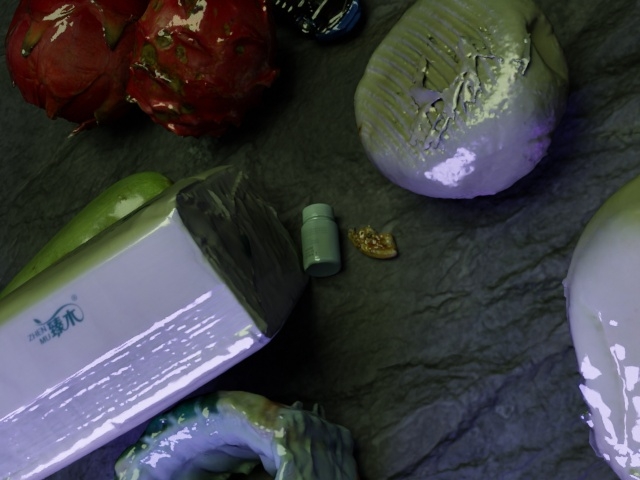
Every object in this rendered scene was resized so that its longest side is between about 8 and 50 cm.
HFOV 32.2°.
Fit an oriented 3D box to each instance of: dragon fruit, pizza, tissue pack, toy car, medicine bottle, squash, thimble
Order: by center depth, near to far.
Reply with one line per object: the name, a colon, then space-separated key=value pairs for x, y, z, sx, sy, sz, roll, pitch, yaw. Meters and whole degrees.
thimble: x=-0.093 y=0.296 z=1.219 sx=0.288 sy=0.167 sz=0.254 roll=-42 pitch=54 yaw=11
tissue pack: x=-0.227 y=0.092 z=1.312 sx=0.380 sy=0.297 sz=0.207 roll=-32 pitch=96 yaw=14
pizza: x=0.063 y=0.001 z=1.350 sx=0.083 sy=0.016 sz=0.037 roll=27 pitch=78 yaw=39
medicine bottle: x=0.000 y=0.000 z=1.371 sx=0.047 sy=0.047 sz=0.083 roll=-19 pitch=59 yaw=24
dragon fruit: x=-0.148 y=-0.266 z=1.475 sx=0.210 sy=0.205 sz=0.268 roll=17 pitch=114 yaw=8
squash: x=-0.332 y=0.041 z=1.522 sx=0.371 sy=0.118 sz=0.118 roll=-39 pitch=54 yaw=14
toy car: x=-0.025 y=-0.339 z=1.534 sx=0.216 sy=0.063 sz=0.103 roll=35 pitch=90 yaw=32
dragon fruit: x=-0.336 y=-0.288 z=1.607 sx=0.252 sy=0.241 sz=0.241 roll=-41 pitch=52 yaw=-7

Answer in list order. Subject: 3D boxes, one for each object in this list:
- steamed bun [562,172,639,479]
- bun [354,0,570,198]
steamed bun: x=0.394 y=0.079 z=0.958 sx=0.312 sy=0.233 sz=0.333 roll=6 pitch=114 yaw=36
bun: x=0.167 y=-0.164 z=1.272 sx=0.273 sy=0.168 sz=0.272 roll=-22 pitch=57 yaw=38
